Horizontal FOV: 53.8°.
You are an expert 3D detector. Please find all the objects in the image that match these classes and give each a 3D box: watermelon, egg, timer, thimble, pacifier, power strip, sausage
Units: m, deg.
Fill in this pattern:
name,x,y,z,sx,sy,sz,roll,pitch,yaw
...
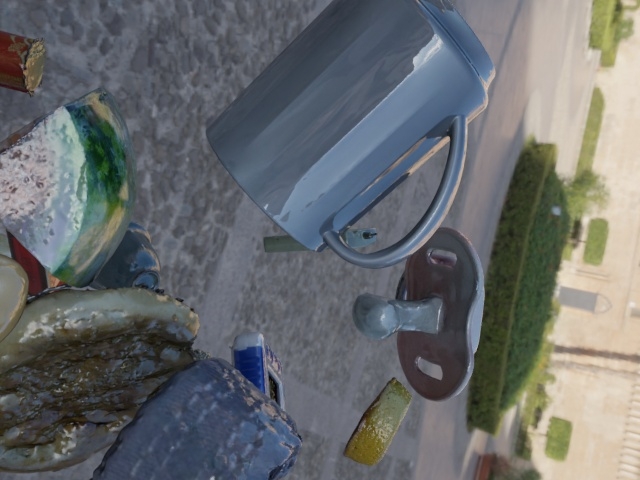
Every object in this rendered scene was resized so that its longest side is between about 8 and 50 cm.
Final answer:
name,x,y,z,sx,sy,sz,roll,pitch,yaw
watermelon,-0.308,-0.070,0.733,0.305,0.180,0.224,18,-85,66
egg,-0.246,0.043,0.442,0.083,0.071,0.071,-41,160,8
timer,-0.121,0.294,1.227,0.253,0.078,0.179,77,6,-63
thimble,-0.145,0.272,0.752,0.236,0.172,0.205,-43,159,-25
pacifier,0.201,0.138,1.198,0.273,0.220,0.333,-1,98,-63
power strip,0.000,0.000,1.021,0.079,0.226,0.029,-9,94,-48
sausage,-0.507,-0.261,0.830,0.083,0.263,0.083,-167,-90,-78

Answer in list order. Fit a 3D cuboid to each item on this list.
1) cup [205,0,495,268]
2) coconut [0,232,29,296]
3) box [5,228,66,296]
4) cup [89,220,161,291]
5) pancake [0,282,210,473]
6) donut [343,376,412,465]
name,x,y,z,sx,sy,sz,roll,pitch,yaw
cup,0.066,-0.144,0.824,0.326,0.323,0.236,-41,159,10
coconut,-0.961,0.104,1.813,0.245,0.247,0.245,170,-90,-77
box,-0.424,-0.031,1.079,0.240,0.074,0.153,-63,169,-45
cup,-0.465,0.072,1.549,0.199,0.150,0.199,-31,138,-32
pancake,-0.330,0.197,0.888,0.382,0.071,0.382,-20,142,-17
donut,0.106,0.322,1.107,0.162,0.065,0.178,-56,164,-8
